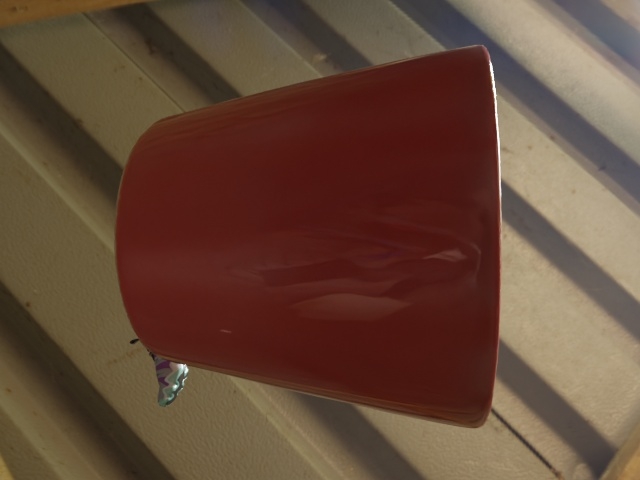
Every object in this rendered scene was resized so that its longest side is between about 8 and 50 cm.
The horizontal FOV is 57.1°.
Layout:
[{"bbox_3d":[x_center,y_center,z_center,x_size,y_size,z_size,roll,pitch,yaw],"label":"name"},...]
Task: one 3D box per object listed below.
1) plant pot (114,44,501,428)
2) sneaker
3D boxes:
[{"bbox_3d":[0.000,0.000,0.453,0.243,0.275,0.274,0,-116,10],"label":"plant pot"},{"bbox_3d":[-0.176,0.124,0.635,0.069,0.038,0.098,14,-110,5],"label":"sneaker"}]
